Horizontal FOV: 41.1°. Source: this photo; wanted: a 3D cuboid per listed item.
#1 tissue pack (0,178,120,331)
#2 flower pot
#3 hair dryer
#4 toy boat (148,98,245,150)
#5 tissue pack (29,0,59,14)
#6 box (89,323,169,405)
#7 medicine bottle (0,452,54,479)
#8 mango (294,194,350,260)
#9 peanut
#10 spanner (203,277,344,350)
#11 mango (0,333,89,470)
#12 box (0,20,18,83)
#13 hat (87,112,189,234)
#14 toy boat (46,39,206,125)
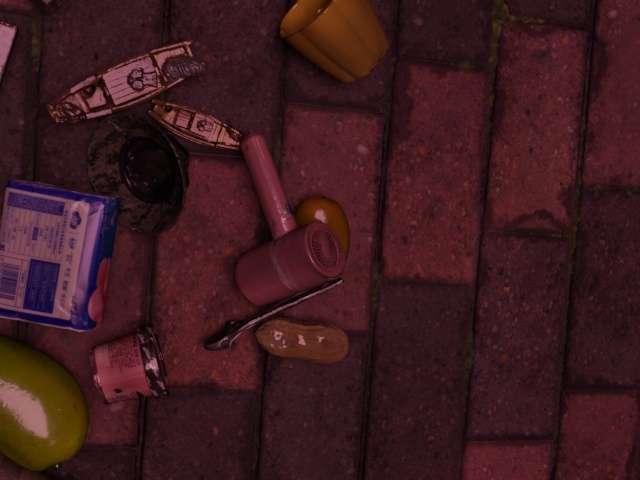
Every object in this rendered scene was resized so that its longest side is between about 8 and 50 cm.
[{"bbox_3d":[-0.513,0.025,1.657,0.209,0.137,0.270,9,95,-4],"label":"tissue pack"},{"bbox_3d":[0.041,-0.435,1.774,0.179,0.195,0.195,42,82,-28],"label":"flower pot"},{"bbox_3d":[-0.104,-0.057,1.758,0.125,0.210,0.352,-13,82,-55],"label":"hair dryer"},{"bbox_3d":[-0.253,-0.235,1.751,0.206,0.072,0.064,20,87,-18],"label":"toy boat"},{"bbox_3d":[-0.493,-0.570,1.610,0.136,0.159,0.246,40,82,-17],"label":"tissue pack"},{"bbox_3d":[-0.385,0.257,1.714,0.135,0.151,0.151,-15,99,-7],"label":"box"},{"bbox_3d":[-0.613,0.502,1.659,0.322,0.151,0.151,36,84,-16],"label":"medicine bottle"},{"bbox_3d":[0.000,0.000,1.834,0.130,0.092,0.195,3,99,-18],"label":"mango"},{"bbox_3d":[-0.038,0.215,1.836,0.214,0.098,0.090,9,90,-15],"label":"peanut"},{"bbox_3d":[-0.099,0.150,1.798,0.325,0.093,0.026,-26,108,-3],"label":"spanner"},{"bbox_3d":[-0.591,0.290,1.648,0.343,0.156,0.192,48,66,-9],"label":"mango"},{"bbox_3d":[-0.758,-0.375,1.604,0.325,0.047,0.180,19,89,-16],"label":"box"},{"bbox_3d":[-0.331,-0.143,1.697,0.128,0.265,0.265,-32,106,-52],"label":"hat"},{"bbox_3d":[-0.382,-0.309,1.683,0.321,0.121,0.089,-25,106,-13],"label":"toy boat"}]
